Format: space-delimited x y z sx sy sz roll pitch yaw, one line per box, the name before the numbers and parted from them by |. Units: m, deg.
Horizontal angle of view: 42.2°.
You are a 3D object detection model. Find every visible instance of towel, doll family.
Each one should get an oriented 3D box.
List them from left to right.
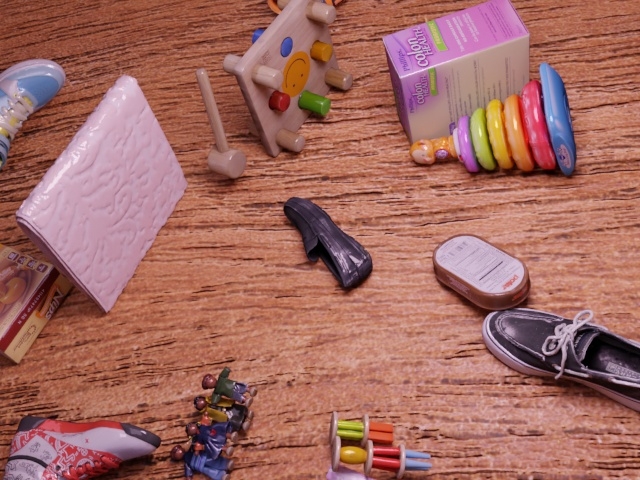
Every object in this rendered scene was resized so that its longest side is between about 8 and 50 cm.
towel | -0.383 -0.080 1.515 0.053 0.317 0.332 15 61 22
doll family | -0.178 0.305 1.355 0.111 0.076 0.193 15 65 17

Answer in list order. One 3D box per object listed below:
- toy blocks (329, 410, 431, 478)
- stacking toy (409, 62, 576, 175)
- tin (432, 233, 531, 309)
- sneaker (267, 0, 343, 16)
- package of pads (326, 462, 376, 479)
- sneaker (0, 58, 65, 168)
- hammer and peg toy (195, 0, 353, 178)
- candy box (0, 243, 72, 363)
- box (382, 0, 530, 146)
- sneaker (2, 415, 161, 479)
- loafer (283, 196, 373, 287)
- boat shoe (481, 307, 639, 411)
toy blocks | 0.091 0.315 1.277 0.148 0.054 0.123 8 20 -5
stacking toy | 0.307 -0.189 1.530 0.301 0.175 0.166 -11 56 21
tin | 0.269 0.050 1.407 0.106 0.040 0.189 -38 43 -17
sneaker | -0.082 -0.617 1.915 0.321 0.125 0.180 35 70 31
package of pads | 0.052 0.372 1.264 0.083 0.050 0.032 16 62 24
sneaker | -0.691 -0.256 1.832 0.319 0.127 0.208 -30 52 5
hammer and peg toy | -0.087 -0.293 1.613 0.127 0.266 0.361 24 65 27
candy box | -0.664 0.094 1.609 0.316 0.088 0.183 18 63 24
box | 0.260 -0.309 1.567 0.242 0.214 0.117 -19 55 2
sneaker | -0.395 0.373 1.356 0.269 0.090 0.145 0 58 18
loafer | 0.000 0.000 1.510 0.078 0.076 0.223 -36 59 -20
boat shoe | 0.394 0.168 1.280 0.306 0.105 0.113 26 66 28
